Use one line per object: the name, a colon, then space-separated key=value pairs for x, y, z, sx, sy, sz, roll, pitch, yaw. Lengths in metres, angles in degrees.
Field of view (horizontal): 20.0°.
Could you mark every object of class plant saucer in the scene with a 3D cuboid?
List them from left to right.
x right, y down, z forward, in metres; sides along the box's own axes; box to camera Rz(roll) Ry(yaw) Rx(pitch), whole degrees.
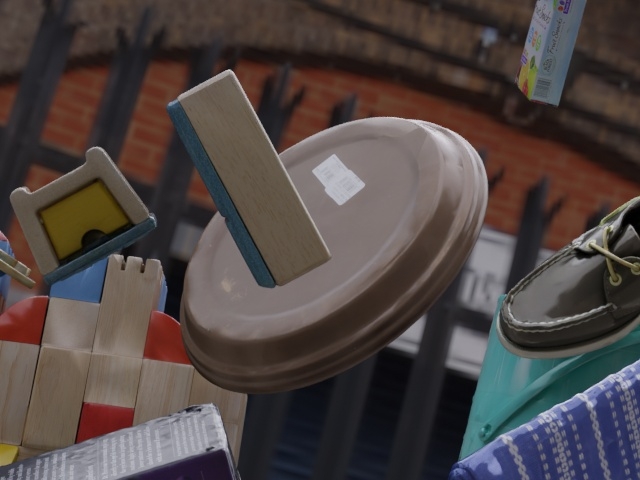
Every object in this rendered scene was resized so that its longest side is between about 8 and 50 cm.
plant saucer: x=0.000 y=0.000 z=1.410 sx=0.278 sy=0.278 sz=0.041 roll=-2 pitch=-43 yaw=43

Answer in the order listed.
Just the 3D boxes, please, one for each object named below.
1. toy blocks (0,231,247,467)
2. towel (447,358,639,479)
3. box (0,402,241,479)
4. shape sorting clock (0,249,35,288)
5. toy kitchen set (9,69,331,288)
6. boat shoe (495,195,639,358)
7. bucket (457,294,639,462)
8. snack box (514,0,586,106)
toy blocks: x=-0.211 y=0.129 z=1.702 sx=0.381 sy=0.261 sz=0.191 roll=8 pitch=-18 yaw=2
towel: x=0.219 y=0.200 z=1.208 sx=0.336 sy=0.243 sz=0.040 roll=-23 pitch=13 yaw=-40
box: x=-0.139 y=0.214 z=1.162 sx=0.207 sy=0.153 sz=0.108 roll=-18 pitch=13 yaw=-4
shape sorting clock: x=-0.321 y=-0.022 z=1.498 sx=0.206 sy=0.040 sz=0.206 roll=29 pitch=-5 yaw=3
toy kitchen set: x=-0.100 y=-0.010 z=1.109 sx=0.122 sy=0.166 sz=0.207 roll=61 pitch=-2 yaw=-5
boat shoe: x=0.301 y=0.013 z=1.714 sx=0.305 sy=0.109 sz=0.091 roll=-25 pitch=-33 yaw=-4
bucket: x=0.286 y=0.163 z=1.852 sx=0.281 sy=0.183 sz=0.281 roll=9 pitch=-4 yaw=1
snack box: x=0.258 y=-0.229 z=2.029 sx=0.037 sy=0.141 sz=0.100 roll=12 pitch=15 yaw=-8
